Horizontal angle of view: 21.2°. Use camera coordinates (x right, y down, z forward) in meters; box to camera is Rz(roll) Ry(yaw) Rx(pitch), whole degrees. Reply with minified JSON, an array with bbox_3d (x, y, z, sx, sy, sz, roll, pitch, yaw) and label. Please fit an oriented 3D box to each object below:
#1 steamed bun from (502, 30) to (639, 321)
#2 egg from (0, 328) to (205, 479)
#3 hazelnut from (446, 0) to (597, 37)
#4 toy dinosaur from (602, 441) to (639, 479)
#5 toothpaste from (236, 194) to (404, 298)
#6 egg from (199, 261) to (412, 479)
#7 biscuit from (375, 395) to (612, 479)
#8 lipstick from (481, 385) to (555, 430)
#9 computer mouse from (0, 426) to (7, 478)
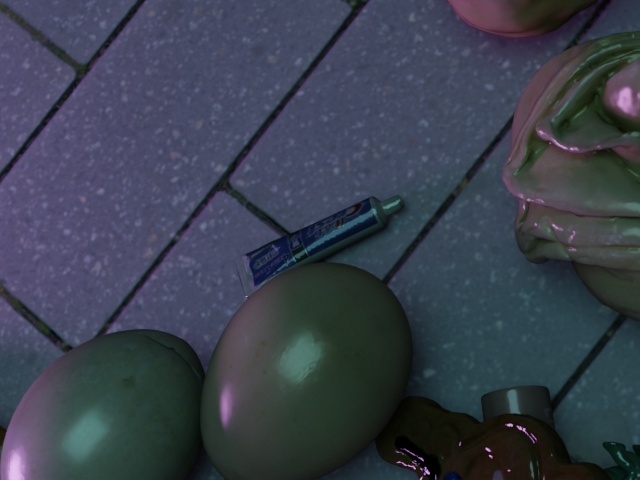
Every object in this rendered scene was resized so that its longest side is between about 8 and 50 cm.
[{"bbox_3d":[0.312,-0.063,1.654,0.276,0.203,0.289,-1,77,16],"label":"steamed bun"},{"bbox_3d":[-0.219,0.201,1.753,0.186,0.186,0.253,34,74,21],"label":"egg"},{"bbox_3d":[0.220,-0.348,1.759,0.261,0.241,0.261,7,107,24],"label":"hazelnut"},{"bbox_3d":[0.357,0.238,1.637,0.292,0.079,0.120,-13,77,-1],"label":"toy dinosaur"},{"bbox_3d":[0.000,0.000,1.822,0.197,0.035,0.057,-26,55,10],"label":"toothpaste"},{"bbox_3d":[-0.018,0.139,1.710,0.188,0.188,0.253,42,96,21],"label":"egg"},{"bbox_3d":[0.165,0.247,1.641,0.320,0.047,0.183,41,108,42],"label":"biscuit"},{"bbox_3d":[0.208,0.273,1.673,0.070,0.070,0.254,-11,74,14],"label":"lipstick"},{"bbox_3d":[-0.418,0.252,1.864,0.310,0.072,0.158,28,84,21],"label":"computer mouse"}]
